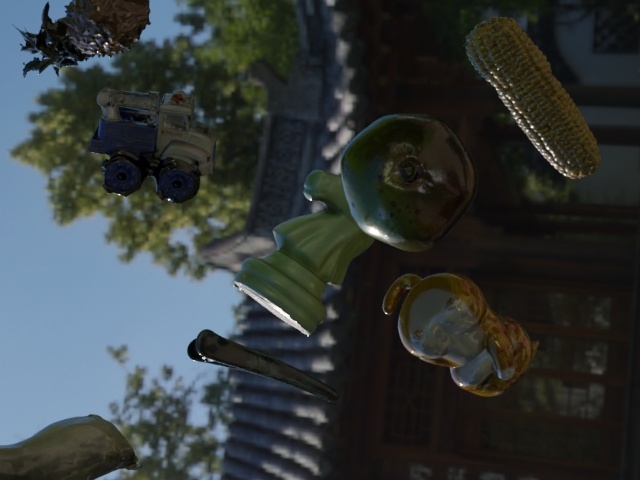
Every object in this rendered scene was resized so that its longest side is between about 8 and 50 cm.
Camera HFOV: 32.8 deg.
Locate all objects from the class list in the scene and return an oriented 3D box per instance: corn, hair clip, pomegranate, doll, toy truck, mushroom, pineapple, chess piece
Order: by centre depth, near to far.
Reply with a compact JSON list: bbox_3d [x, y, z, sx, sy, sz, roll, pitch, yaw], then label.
[{"bbox_3d":[0.111,-0.075,1.411,0.210,0.180,0.180,-154,68,-88],"label":"pomegranate"},{"bbox_3d":[-0.075,0.185,1.537,0.070,0.229,0.039,134,156,-64],"label":"hair clip"},{"bbox_3d":[-0.406,0.320,1.542,0.351,0.097,0.109,-5,-62,-48],"label":"mushroom"},{"bbox_3d":[0.332,-0.217,1.666,0.291,0.101,0.101,52,-155,-5],"label":"corn"},{"bbox_3d":[-0.280,-0.174,1.844,0.161,0.213,0.177,-97,15,-67],"label":"toy truck"},{"bbox_3d":[0.000,0.000,1.863,0.298,0.176,0.176,-53,-24,-9],"label":"chess piece"},{"bbox_3d":[0.253,0.166,1.872,0.269,0.167,0.162,43,-159,-19],"label":"doll"},{"bbox_3d":[-0.494,-0.410,2.162,0.165,0.364,0.165,16,-113,-43],"label":"pineapple"}]
